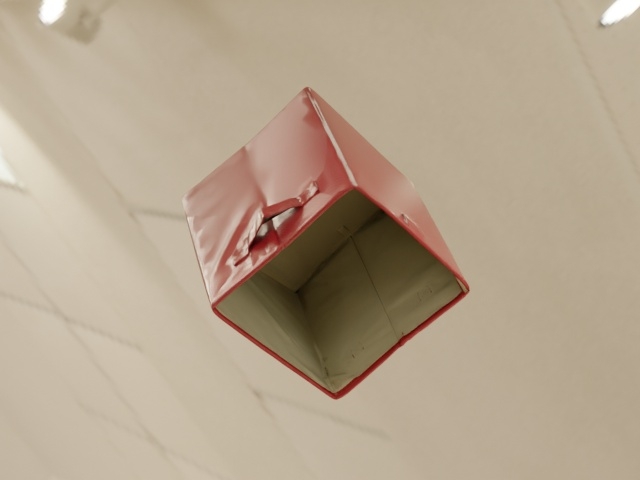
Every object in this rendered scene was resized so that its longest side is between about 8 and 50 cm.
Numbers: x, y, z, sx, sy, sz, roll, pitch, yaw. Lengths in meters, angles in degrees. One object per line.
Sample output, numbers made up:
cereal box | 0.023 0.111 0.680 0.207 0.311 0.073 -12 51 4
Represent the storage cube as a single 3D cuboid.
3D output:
storage cube | 0.000 0.000 1.321 0.215 0.183 0.193 40 17 -34
